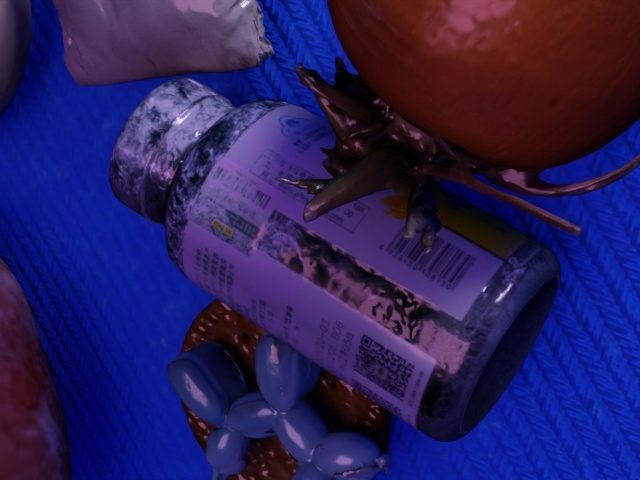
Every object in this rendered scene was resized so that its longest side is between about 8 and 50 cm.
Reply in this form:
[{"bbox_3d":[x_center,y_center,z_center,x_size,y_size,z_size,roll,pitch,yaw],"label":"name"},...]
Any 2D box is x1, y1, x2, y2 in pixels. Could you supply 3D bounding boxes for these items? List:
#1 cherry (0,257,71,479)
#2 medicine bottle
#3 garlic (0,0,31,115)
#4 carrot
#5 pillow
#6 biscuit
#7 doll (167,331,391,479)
[{"bbox_3d":[-0.373,0.157,0.991,0.326,0.291,0.335,-18,87,27],"label":"cherry"},{"bbox_3d":[0.000,0.000,0.781,0.293,0.141,0.141,31,119,20],"label":"medicine bottle"},{"bbox_3d":[-0.316,-0.152,0.936,0.245,0.145,0.164,-18,80,37],"label":"garlic"},{"bbox_3d":[0.116,-0.141,0.631,0.214,0.193,0.331,37,119,-8],"label":"carrot"},{"bbox_3d":[-0.115,-0.180,0.835,0.181,0.078,0.134,-2,108,29],"label":"pillow"},{"bbox_3d":[-0.029,0.122,0.909,0.188,0.027,0.188,9,110,28],"label":"biscuit"},{"bbox_3d":[-0.025,0.137,0.859,0.159,0.059,0.158,-11,97,32],"label":"doll"}]
